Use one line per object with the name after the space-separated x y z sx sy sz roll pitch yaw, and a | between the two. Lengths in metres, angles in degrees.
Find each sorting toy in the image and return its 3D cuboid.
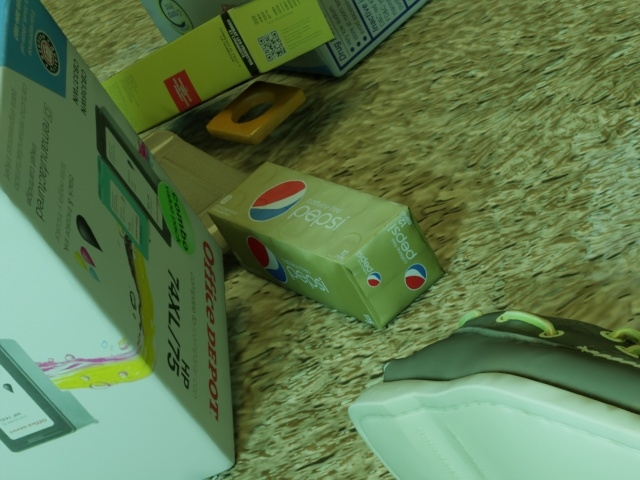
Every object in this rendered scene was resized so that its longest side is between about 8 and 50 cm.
-0.139 0.001 1.220 0.347 0.047 0.196 -38 32 -12 | sorting toy

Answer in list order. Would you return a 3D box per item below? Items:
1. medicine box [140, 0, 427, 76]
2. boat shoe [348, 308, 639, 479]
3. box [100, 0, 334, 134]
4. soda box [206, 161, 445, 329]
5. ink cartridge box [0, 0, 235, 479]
0.003 -0.294 1.446 0.289 0.149 0.263 -43 30 -22 | medicine box
0.113 0.080 0.731 0.091 0.109 0.305 -41 12 -19 | boat shoe
-0.094 -0.145 1.317 0.087 0.058 0.232 -31 9 -37 | box
0.000 0.000 1.070 0.061 0.058 0.181 -41 29 -18 | soda box
-0.200 0.023 0.965 0.197 0.270 0.198 -22 43 14 | ink cartridge box
